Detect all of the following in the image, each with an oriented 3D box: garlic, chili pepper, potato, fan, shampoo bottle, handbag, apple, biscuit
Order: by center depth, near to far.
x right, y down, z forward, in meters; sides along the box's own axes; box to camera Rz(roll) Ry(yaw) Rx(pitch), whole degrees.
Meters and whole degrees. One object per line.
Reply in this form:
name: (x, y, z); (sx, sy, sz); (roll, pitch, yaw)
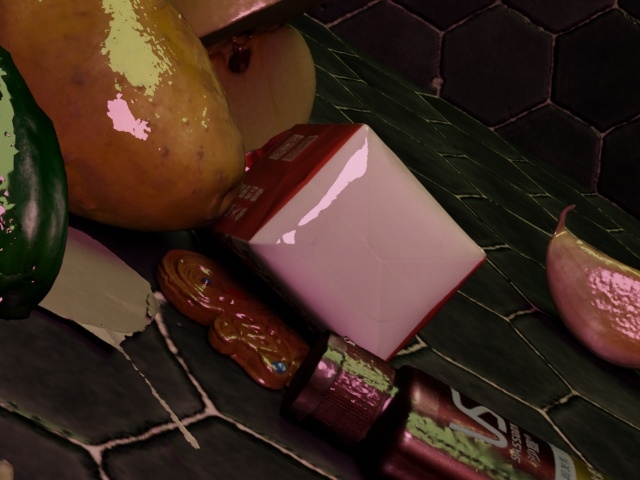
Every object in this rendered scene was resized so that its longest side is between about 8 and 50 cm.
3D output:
chili pepper: (-0.220, 0.011, 0.652); (0.165, 0.174, 0.261); (19, 58, -49)
fan: (-0.162, 0.055, 0.908); (0.182, 0.010, 0.310); (17, 20, -44)
shampoo bottle: (0.127, 0.177, 0.977); (0.323, 0.084, 0.129); (31, 23, -6)
biscuit: (-0.066, 0.061, 1.051); (0.124, 0.026, 0.175); (13, 25, -49)
potato: (-0.181, -0.112, 1.075); (0.266, 0.229, 0.229); (51, 19, 7)
handbag: (0.000, 0.000, 1.142); (0.171, 0.151, 0.298); (46, -10, -15)
apple: (-0.111, -0.227, 1.336); (0.233, 0.295, 0.258); (39, 46, 22)
garlic: (0.391, 0.075, 1.646); (0.245, 0.164, 0.145); (30, 32, 9)
